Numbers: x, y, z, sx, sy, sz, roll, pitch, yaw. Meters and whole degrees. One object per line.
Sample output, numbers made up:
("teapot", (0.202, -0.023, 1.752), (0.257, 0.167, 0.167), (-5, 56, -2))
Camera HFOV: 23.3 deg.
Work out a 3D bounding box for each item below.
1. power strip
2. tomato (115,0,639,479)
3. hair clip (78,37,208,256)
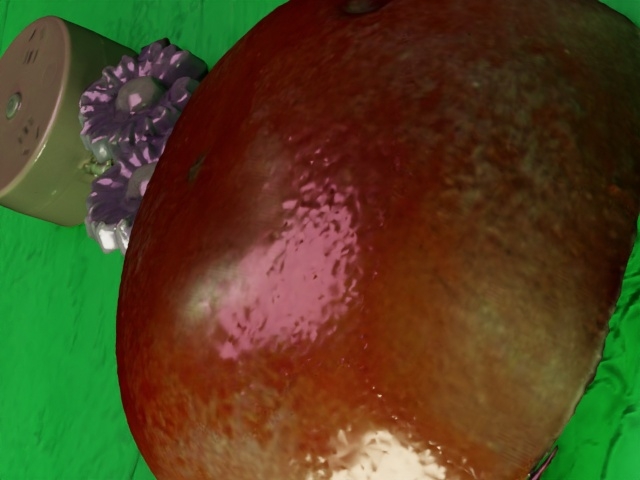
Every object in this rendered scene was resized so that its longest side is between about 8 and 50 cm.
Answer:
("power strip", (-0.201, -0.090, 1.179), (0.154, 0.078, 0.154), (-31, 48, 42))
("tomato", (-0.005, -0.006, 0.769), (0.338, 0.144, 0.338), (-36, 36, 32))
("hair clip", (-0.106, -0.048, 1.035), (0.106, 0.084, 0.292), (-24, 46, 12))
